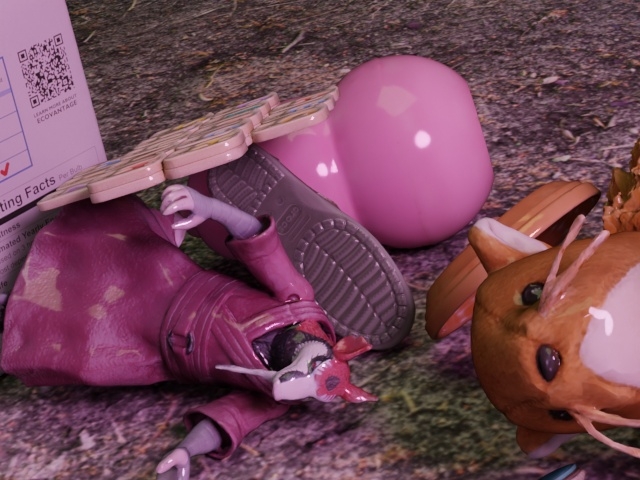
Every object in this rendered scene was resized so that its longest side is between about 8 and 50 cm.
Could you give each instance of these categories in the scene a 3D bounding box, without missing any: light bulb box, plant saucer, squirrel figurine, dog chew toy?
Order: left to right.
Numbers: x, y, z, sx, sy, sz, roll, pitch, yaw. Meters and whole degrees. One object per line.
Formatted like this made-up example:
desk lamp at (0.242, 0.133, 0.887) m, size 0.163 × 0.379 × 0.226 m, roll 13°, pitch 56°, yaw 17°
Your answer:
light bulb box at (-0.412, -0.048, 1.251) m, size 0.225 × 0.361 × 0.358 m, roll 12°, pitch 33°, yaw 39°
dog chew toy at (0.011, -0.070, 1.342) m, size 0.331 × 0.207 × 0.207 m, roll -17°, pitch 26°, yaw 6°
plant saucer at (0.165, 0.012, 1.131) m, size 0.200 × 0.200 × 0.037 m, roll -31°, pitch 74°, yaw -35°
squirrel figurine at (0.301, 0.039, 0.923) m, size 0.370 × 0.281 × 0.397 m, roll -17°, pitch 7°, yaw 16°

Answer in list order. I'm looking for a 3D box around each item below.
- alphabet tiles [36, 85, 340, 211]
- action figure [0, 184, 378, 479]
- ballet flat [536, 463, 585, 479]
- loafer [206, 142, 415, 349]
alphabet tiles at (-0.120, -0.092, 1.182) m, size 0.277 × 0.021 × 0.284 m, roll -16°, pitch 12°, yaw 10°
action figure at (-0.105, 0.091, 1.133) m, size 0.370 × 0.248 × 0.275 m, roll 16°, pitch -4°, yaw 26°
ballet flat at (0.144, 0.206, 0.886) m, size 0.057 × 0.052 × 0.168 m, roll -33°, pitch -12°, yaw 39°
loafer at (0.000, 0.000, 1.211) m, size 0.094 × 0.251 × 0.087 m, roll -44°, pitch -12°, yaw 11°
